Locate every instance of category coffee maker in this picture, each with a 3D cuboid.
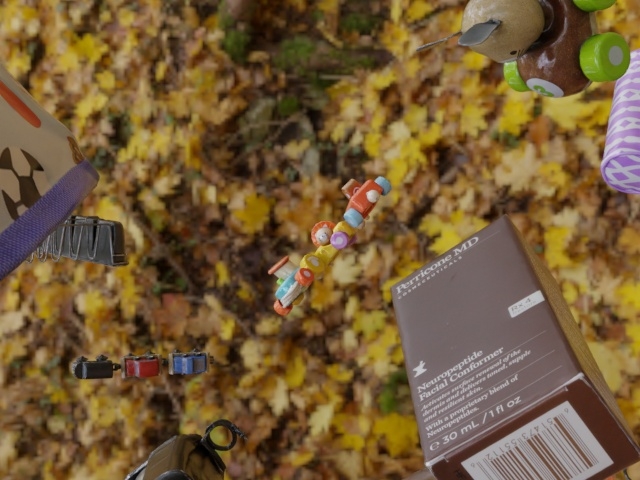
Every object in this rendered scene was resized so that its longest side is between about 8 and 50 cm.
[{"bbox_3d":[-0.174,0.308,1.271,0.171,0.120,0.178,-61,8,0],"label":"coffee maker"}]

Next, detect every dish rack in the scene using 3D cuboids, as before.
[{"bbox_3d":[-0.429,-0.008,1.437,0.208,0.271,0.074,7,95,37],"label":"dish rack"}]

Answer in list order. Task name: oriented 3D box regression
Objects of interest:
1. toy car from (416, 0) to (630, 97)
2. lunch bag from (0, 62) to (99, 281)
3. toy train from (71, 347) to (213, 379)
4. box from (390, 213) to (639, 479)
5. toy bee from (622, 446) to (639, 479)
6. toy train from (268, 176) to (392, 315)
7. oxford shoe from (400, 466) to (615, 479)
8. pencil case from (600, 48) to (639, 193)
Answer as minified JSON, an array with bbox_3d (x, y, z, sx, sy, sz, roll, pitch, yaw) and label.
[{"bbox_3d":[0.205,-0.217,1.094,0.155,0.188,0.149,6,109,61],"label":"toy car"},{"bbox_3d":[-0.289,-0.072,0.480,0.328,0.239,0.385,50,-161,-14],"label":"lunch bag"},{"bbox_3d":[-0.195,0.138,1.133,0.036,0.158,0.027,-165,73,-73],"label":"toy train"},{"bbox_3d":[0.210,0.140,1.190,0.143,0.191,0.381,51,-167,-21],"label":"box"},{"bbox_3d":[0.429,0.471,1.425,0.298,0.195,0.162,-50,-11,-36],"label":"toy bee"},{"bbox_3d":[0.000,0.000,1.040,0.046,0.166,0.125,41,165,7],"label":"toy train"},{"bbox_3d":[0.189,0.311,1.246,0.130,0.363,0.133,63,-156,-11],"label":"oxford shoe"},{"bbox_3d":[0.418,-0.156,1.320,0.086,0.088,0.206,97,-169,-58],"label":"pencil case"}]
